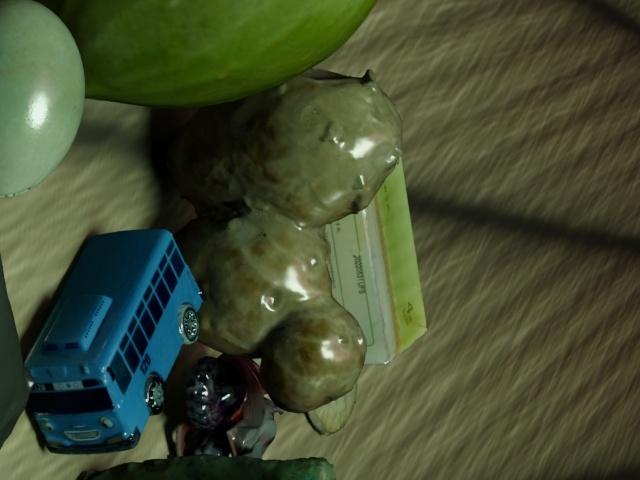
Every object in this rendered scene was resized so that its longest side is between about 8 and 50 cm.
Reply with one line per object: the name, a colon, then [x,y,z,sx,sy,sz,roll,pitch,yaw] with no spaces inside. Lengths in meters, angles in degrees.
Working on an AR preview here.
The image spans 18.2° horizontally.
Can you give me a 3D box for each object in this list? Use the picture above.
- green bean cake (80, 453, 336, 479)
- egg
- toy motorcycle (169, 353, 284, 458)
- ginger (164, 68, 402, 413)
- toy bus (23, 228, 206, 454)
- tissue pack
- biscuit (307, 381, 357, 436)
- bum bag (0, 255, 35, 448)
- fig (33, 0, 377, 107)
green bean cake: [-0.110,0.275,1.558,0.132,0.241,0.255,65,32,-29]
egg: [-0.232,-0.106,1.482,0.114,0.114,0.152,31,62,-62]
toy motorcycle: [-0.081,0.191,1.832,0.118,0.084,0.212,-52,142,-58]
ginger: [-0.043,-0.004,1.762,0.155,0.245,0.304,5,91,-60]
toy bus: [-0.172,0.081,1.631,0.184,0.090,0.106,-68,146,-47]
tissue pack: [0.000,0.000,1.937,0.125,0.159,0.234,-37,120,-62]
biscuit: [0.010,0.131,2.116,0.152,0.020,0.152,-2,90,-66]
bum bag: [-0.278,0.035,1.419,0.142,0.080,0.326,-32,120,-55]
fig: [-0.103,-0.244,1.609,0.316,0.316,0.316,-3,90,-66]
